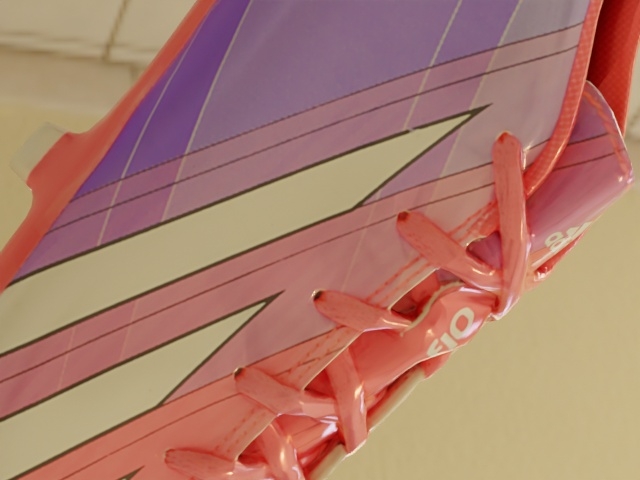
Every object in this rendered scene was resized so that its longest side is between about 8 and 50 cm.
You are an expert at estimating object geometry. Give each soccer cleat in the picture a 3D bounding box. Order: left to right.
[{"bbox_3d":[0.000,0.000,0.347,0.248,0.095,0.083,-59,164,3],"label":"soccer cleat"}]
